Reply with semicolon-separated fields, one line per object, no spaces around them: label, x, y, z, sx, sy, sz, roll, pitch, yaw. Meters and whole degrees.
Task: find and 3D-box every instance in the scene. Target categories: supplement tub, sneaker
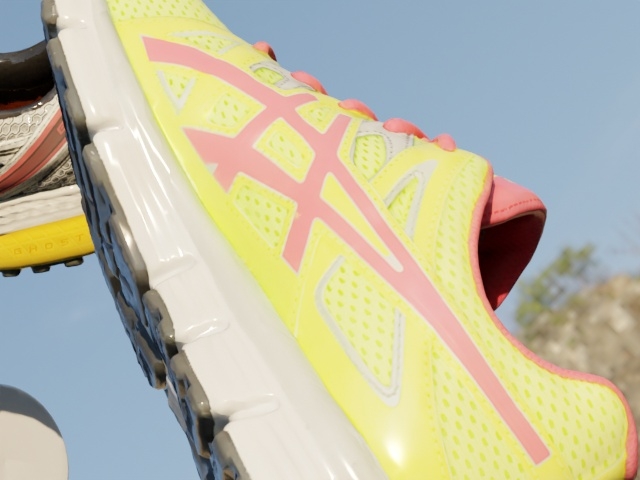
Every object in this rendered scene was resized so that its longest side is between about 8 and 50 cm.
supplement tub;-0.167;0.104;0.836;0.107;0.071;0.071;-19;0;41
sneaker;0.000;0.000;0.440;0.094;0.208;0.081;-21;-36;-10
sneaker;-0.166;-0.031;0.721;0.225;0.088;0.092;-17;-58;-5
